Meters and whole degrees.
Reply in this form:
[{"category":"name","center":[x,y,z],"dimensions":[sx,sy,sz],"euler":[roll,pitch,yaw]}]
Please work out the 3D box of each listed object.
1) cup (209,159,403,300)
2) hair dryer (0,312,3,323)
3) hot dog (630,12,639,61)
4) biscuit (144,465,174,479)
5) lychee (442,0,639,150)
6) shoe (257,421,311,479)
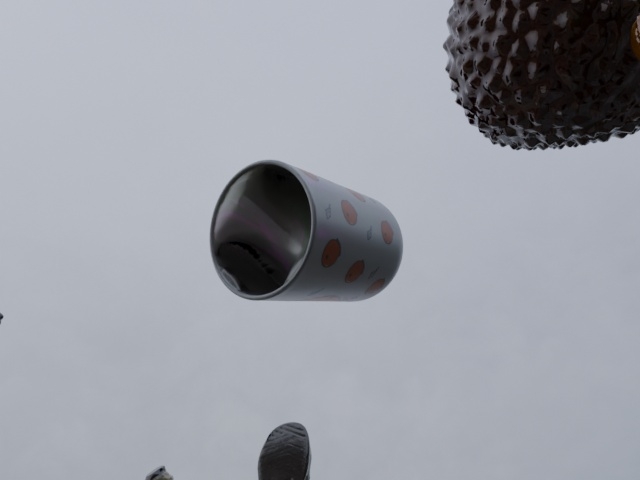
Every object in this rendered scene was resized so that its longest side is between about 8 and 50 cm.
[{"category":"cup","center":[0.000,0.000,0.899],"dimensions":[0.212,0.212,0.317],"euler":[-49,-31,21]},{"category":"hair dryer","center":[-0.489,0.220,0.604],"dimensions":[0.107,0.352,0.189],"euler":[3,-55,19]},{"category":"hot dog","center":[0.240,-0.194,0.278],"dimensions":[0.144,0.075,0.268],"euler":[-60,-18,-18]},{"category":"biscuit","center":[-0.237,0.491,0.883],"dimensions":[0.055,0.219,0.061],"euler":[-28,-14,-21]},{"category":"lychee","center":[0.275,-0.232,0.576],"dimensions":[0.275,0.276,0.304],"euler":[-22,-44,-3]},{"category":"shoe","center":[-0.070,0.471,0.953],"dimensions":[0.103,0.275,0.098],"euler":[-1,-42,19]}]
